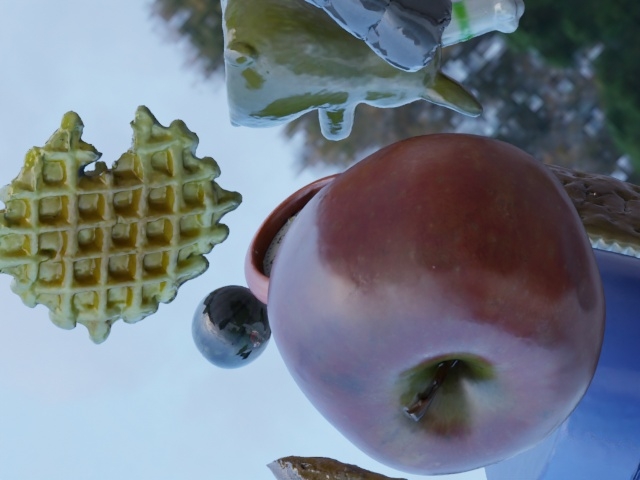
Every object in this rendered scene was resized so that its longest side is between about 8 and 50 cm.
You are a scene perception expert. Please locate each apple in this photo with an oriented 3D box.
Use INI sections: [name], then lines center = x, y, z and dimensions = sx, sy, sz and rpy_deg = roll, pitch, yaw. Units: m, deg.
[apple]
center = 0.082, 0.035, 1.190
dimensions = 0.230, 0.230, 0.230
rpy_deg = 37, -158, -17

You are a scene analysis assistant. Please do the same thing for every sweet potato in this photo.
[sweet potato]
center = 0.022, 0.295, 2.130
dimensions = 0.206, 0.060, 0.068
rpy_deg = 3, -177, 23

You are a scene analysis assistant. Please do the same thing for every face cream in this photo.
[face cream]
center = 0.291, 0.141, 1.594
dimensions = 0.225, 0.249, 0.249
rpy_deg = 11, -151, -10

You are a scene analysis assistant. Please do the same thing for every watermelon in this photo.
[watermelon]
center = -0.106, 0.101, 2.253
dimensions = 0.105, 0.133, 0.105
rpy_deg = 37, 180, 0

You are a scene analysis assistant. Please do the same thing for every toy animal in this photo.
[toy animal]
center = 0.050, -0.215, 2.079
dimensions = 0.363, 0.181, 0.180
rpy_deg = 1, 177, -16

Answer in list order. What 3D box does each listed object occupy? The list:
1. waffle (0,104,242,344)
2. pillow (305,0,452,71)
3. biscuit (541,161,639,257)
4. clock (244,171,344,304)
[waffle]
center = -0.218, -0.018, 1.856
dimensions = 0.250, 0.261, 0.056
rpy_deg = 41, -175, -33
[pillow]
center = 0.026, -0.274, 1.743
dimensions = 0.228, 0.101, 0.326
rpy_deg = 33, -170, -7
[biscuit]
center = 0.390, -0.040, 2.388
dimensions = 0.325, 0.044, 0.217
rpy_deg = 15, -153, 3
[clock]
center = 0.000, 0.000, 2.084
dimensions = 0.051, 0.205, 0.205
rpy_deg = 52, -166, -32
